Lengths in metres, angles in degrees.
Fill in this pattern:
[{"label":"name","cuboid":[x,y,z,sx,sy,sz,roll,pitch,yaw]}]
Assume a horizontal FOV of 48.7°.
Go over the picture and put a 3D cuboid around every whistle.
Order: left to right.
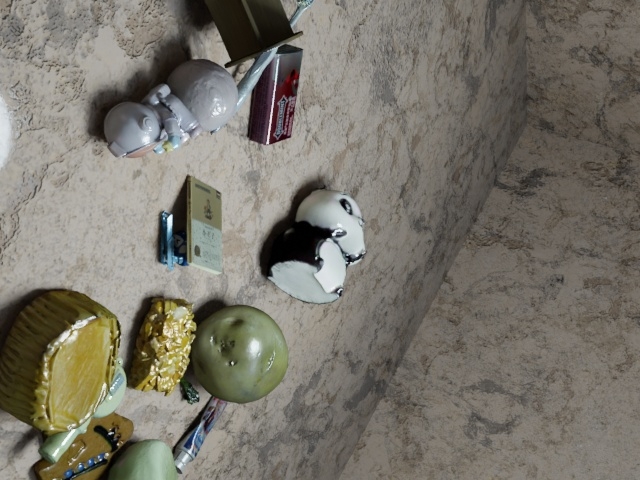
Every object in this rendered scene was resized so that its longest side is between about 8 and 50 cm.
[{"label":"whistle","cuboid":[-0.487,0.345,1.475,0.258,0.067,0.126,-57,140,-39]}]

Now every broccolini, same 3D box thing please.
[{"label":"broccolini","cuboid":[-0.356,0.353,1.822,0.042,0.044,0.218,-36,138,-22]}]

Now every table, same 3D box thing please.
[{"label":"table","cuboid":[-0.152,-0.466,1.343,0.167,0.167,0.226,-41,115,-42]}]

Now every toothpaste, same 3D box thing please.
[{"label":"toothpaste","cuboid":[-0.334,0.528,1.988,0.266,0.061,0.096,-55,152,-36]}]

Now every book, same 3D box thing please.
[{"label":"book","cuboid":[-0.260,-0.031,1.595,0.138,0.016,0.198,30,55,-65]}]

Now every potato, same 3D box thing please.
[{"label":"potato","cuboid":[-0.205,0.305,1.846,0.326,0.221,0.243,72,38,-59]}]

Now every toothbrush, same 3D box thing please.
[{"label":"toothbrush","cuboid":[-0.124,-0.404,1.561,0.413,0.035,0.042,-55,162,1]}]

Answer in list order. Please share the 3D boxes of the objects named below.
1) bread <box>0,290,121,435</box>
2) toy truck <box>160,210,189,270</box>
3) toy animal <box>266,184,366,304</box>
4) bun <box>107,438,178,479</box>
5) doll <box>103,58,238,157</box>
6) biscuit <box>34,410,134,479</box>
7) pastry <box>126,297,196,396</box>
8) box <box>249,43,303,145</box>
[{"label":"bread","cuboid":[-0.490,0.225,1.329,0.227,0.143,0.253,-6,113,-60]},{"label":"toy truck","cuboid":[-0.316,-0.004,1.573,0.074,0.063,0.136,-16,121,-40]},{"label":"toy animal","cuboid":[0.000,0.000,2.005,0.251,0.251,0.310,80,30,-49]},{"label":"bun","cuboid":[-0.438,0.621,1.686,0.283,0.179,0.283,171,-90,-86]},{"label":"doll","cuboid":[-0.289,-0.244,1.345,0.287,0.151,0.150,-38,142,-35]},{"label":"biscuit","cuboid":[-0.535,0.496,1.573,0.278,0.043,0.301,21,92,-64]},{"label":"pastry","cuboid":[-0.354,0.237,1.635,0.154,0.102,0.249,8,107,-52]},{"label":"box","cuboid":[-0.106,-0.346,1.680,0.120,0.069,0.224,-29,137,-53]}]
